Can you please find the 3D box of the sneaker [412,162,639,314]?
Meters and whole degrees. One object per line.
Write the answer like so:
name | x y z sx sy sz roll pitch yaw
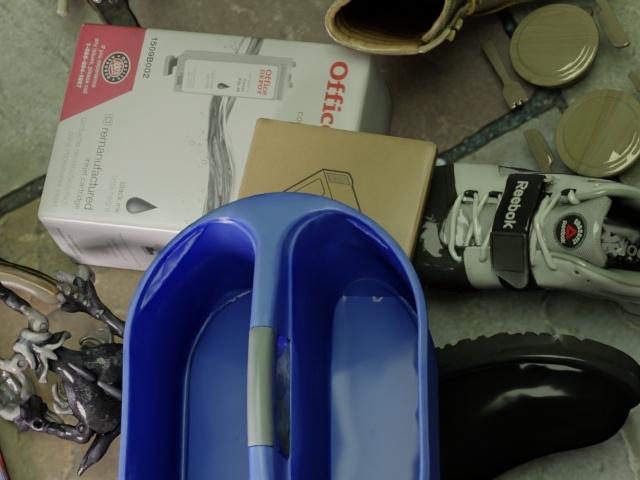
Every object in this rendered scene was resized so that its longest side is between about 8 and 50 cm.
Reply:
sneaker | 0.192 -0.013 1.636 0.331 0.146 0.122 6 79 3

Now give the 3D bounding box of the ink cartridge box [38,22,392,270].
ink cartridge box | -0.092 -0.079 1.759 0.283 0.117 0.207 6 69 12

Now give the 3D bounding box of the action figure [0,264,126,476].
action figure | -0.242 0.095 1.695 0.276 0.141 0.164 33 89 -21

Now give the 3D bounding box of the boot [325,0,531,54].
boot | 0.142 -0.239 1.726 0.262 0.203 0.095 -8 107 15

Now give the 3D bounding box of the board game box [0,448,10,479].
board game box | -0.364 0.202 1.743 0.145 0.027 0.281 -23 66 2

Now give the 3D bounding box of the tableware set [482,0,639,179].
tableware set | 0.242 -0.135 1.768 0.128 0.039 0.194 -28 60 11

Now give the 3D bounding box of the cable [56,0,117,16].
cable | -0.220 -0.355 1.918 0.139 0.072 0.287 -17 66 6

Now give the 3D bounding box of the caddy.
caddy | -0.029 0.134 1.485 0.241 0.179 0.341 -4 70 10

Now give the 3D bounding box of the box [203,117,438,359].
box | 0.000 0.000 1.634 0.164 0.021 0.201 10 74 16

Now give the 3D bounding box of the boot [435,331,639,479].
boot | 0.105 0.230 1.586 0.348 0.131 0.260 -11 59 18

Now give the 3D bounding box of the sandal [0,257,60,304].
sandal | -0.324 0.032 1.791 0.180 0.072 0.049 21 95 13
